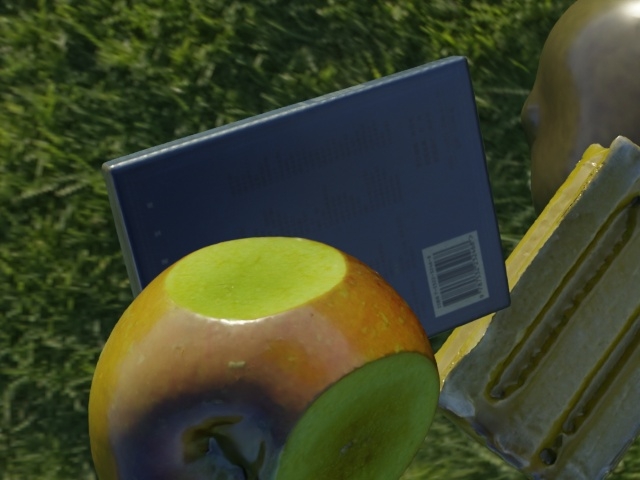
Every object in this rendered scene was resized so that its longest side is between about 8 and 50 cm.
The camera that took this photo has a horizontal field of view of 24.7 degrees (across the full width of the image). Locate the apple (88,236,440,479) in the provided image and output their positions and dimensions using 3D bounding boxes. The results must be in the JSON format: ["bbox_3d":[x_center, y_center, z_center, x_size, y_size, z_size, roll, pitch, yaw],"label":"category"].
[{"bbox_3d":[-0.031,0.083,0.713,0.163,0.147,0.146,8,112,22],"label":"apple"}]

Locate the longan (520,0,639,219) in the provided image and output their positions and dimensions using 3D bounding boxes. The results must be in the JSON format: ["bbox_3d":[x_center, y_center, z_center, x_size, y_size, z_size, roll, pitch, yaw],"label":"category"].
[{"bbox_3d":[0.385,-0.116,1.619,0.361,0.361,0.360,-2,85,22],"label":"longan"}]

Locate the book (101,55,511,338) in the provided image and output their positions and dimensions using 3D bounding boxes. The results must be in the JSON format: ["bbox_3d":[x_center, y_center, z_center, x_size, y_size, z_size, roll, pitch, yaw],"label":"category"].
[{"bbox_3d":[0.000,0.000,0.990,0.025,0.269,0.190,22,128,62],"label":"book"}]

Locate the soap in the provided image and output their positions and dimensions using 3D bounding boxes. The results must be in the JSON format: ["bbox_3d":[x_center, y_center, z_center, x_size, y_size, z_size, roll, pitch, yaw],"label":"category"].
[{"bbox_3d":[0.255,0.078,1.408,0.199,0.091,0.315,36,85,-12],"label":"soap"}]
